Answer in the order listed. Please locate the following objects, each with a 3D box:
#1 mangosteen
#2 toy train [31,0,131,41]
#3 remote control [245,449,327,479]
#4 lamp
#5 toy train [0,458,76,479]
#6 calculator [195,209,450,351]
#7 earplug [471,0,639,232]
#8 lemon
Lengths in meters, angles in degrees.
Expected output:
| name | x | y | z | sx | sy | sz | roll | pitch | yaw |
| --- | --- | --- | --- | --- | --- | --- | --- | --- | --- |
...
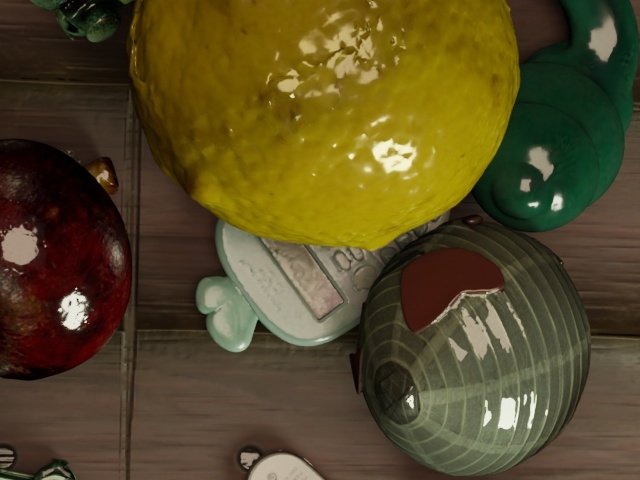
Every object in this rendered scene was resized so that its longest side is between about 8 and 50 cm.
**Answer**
| name | x | y | z | sx | sy | sz | roll | pitch | yaw |
| --- | --- | --- | --- | --- | --- | --- | --- | --- | --- |
| mangosteen | -0.277 | -0.003 | 1.563 | 0.235 | 0.235 | 0.261 | 41 | 43 | -7 |
| toy train | -0.236 | -0.311 | 1.559 | 0.157 | 0.105 | 0.253 | -38 | 68 | 6 |
| remote control | 0.022 | 0.311 | 1.692 | 0.245 | 0.022 | 0.077 | 43 | 84 | -6 |
| lamp | 0.143 | 0.105 | 1.589 | 0.233 | 0.233 | 0.265 | 18 | 129 | -8 |
| toy train | -0.323 | 0.273 | 1.613 | 0.200 | 0.083 | 0.132 | 13 | 93 | -7 |
| calculator | 0.000 | 0.000 | 1.671 | 0.295 | 0.042 | 0.184 | -36 | 96 | -8 |
| earplug | 0.232 | -0.139 | 1.634 | 0.164 | 0.280 | 0.257 | 16 | 131 | 8 |
| lemon | 0.008 | -0.157 | 1.494 | 0.350 | 0.387 | 0.350 | -11 | 68 | 28 |
